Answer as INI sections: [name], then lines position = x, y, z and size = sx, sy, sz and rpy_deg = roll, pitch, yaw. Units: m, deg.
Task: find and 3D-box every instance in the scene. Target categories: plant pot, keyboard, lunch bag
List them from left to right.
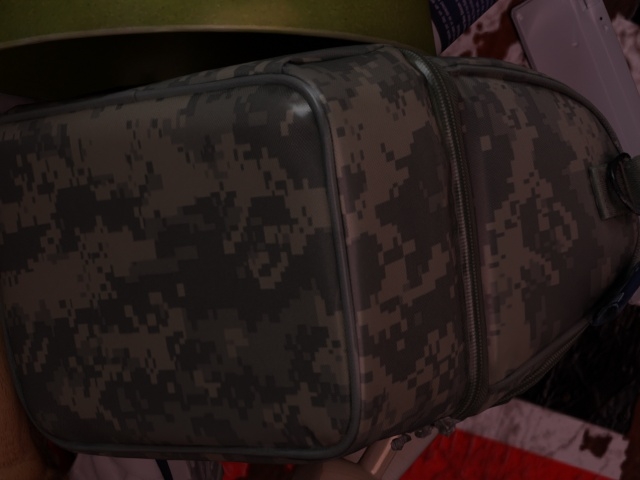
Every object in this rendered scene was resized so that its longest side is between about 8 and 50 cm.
[plant pot]
position = -0.072, -0.240, 1.061
size = 0.275, 0.275, 0.293
rpy_deg = 1, 85, -27
[lunch bag]
position = 0.000, 0.000, 1.028
size = 0.256, 0.305, 0.212
rpy_deg = -16, 97, -45
[keyboard]
position = 0.214, -0.075, 1.360
size = 0.072, 0.014, 0.256
rpy_deg = -31, 113, -13

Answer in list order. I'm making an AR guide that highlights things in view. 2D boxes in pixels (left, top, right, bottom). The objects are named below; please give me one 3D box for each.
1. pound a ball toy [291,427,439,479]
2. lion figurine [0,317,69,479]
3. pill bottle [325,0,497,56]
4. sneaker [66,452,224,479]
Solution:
[pound a ball toy]
position = 0.086, 0.061, 1.211
size = 0.319, 0.208, 0.136
rpy_deg = -49, 118, -10
[lion figurine]
position = -0.226, 0.073, 1.066
size = 0.240, 0.142, 0.392
rpy_deg = -8, 102, -60
[pill bottle]
position = 0.065, -0.174, 1.215
size = 0.169, 0.094, 0.094
rpy_deg = -44, 116, -13
[sneaker]
position = -0.116, 0.174, 1.212
size = 0.095, 0.090, 0.235
rpy_deg = -2, 118, 10
